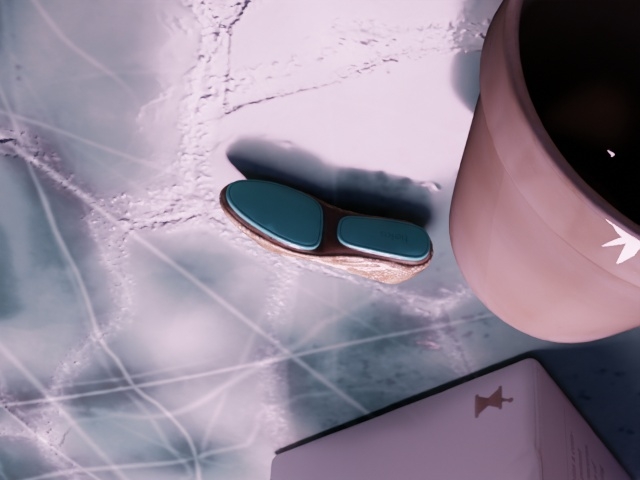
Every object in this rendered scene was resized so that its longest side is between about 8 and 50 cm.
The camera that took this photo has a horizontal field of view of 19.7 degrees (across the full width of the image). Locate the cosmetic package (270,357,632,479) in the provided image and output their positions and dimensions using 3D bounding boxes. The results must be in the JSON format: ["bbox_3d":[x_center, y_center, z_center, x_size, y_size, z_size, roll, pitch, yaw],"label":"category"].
[{"bbox_3d":[0.176,0.399,1.877,0.327,0.329,0.393,-23,126,24],"label":"cosmetic package"}]

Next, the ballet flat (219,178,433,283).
[{"bbox_3d":[0.000,0.000,1.700,0.206,0.073,0.067,17,146,-7],"label":"ballet flat"}]

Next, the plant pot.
[{"bbox_3d":[0.241,-0.057,1.497,0.323,0.323,0.280,18,147,-13],"label":"plant pot"}]
